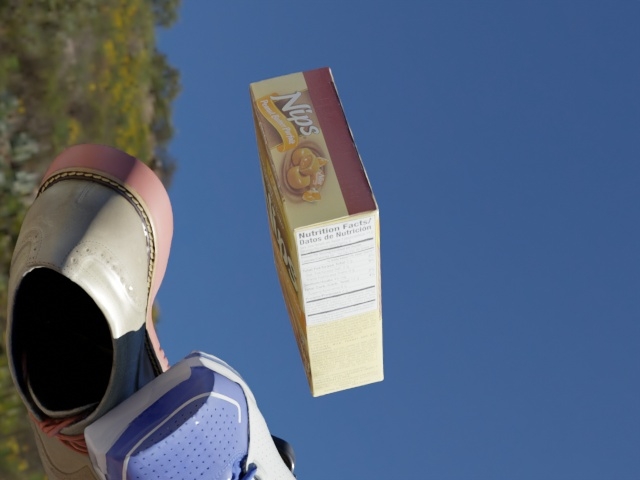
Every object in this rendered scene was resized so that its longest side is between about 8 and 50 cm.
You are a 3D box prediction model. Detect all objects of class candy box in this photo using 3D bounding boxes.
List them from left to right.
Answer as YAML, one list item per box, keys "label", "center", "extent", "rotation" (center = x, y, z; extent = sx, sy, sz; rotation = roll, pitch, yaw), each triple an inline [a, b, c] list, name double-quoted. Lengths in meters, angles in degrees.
- label: "candy box"
  center: [0.000, 0.000, 1.389]
  extent: [0.316, 0.087, 0.183]
  rotation: [83, -9, -55]

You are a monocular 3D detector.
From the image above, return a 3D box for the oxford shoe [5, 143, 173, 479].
- label: "oxford shoe"
  center: [-0.176, 0.104, 0.972]
  extent: [0.130, 0.123, 0.348]
  rotation: [-67, 164, -50]

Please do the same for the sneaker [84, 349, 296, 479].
- label: "sneaker"
  center: [-0.034, 0.227, 0.977]
  extent: [0.182, 0.127, 0.315]
  rotation: [39, -21, 39]

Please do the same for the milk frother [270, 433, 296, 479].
- label: "milk frother"
  center: [-0.105, 0.316, 1.726]
  extent: [0.129, 0.135, 0.143]
  rotation: [-54, -166, 42]
